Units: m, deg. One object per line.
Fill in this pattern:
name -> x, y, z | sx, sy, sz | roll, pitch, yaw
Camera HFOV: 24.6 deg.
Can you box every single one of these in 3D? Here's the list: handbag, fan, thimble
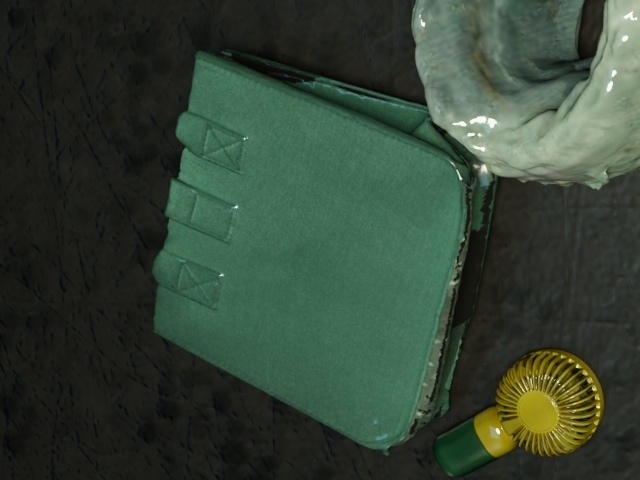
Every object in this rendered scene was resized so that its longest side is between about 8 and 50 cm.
handbag -> 0.004, -0.001, 1.179 | 0.274, 0.100, 0.269 | 20, 115, 26
fan -> 0.150, 0.146, 1.156 | 0.155, 0.039, 0.082 | -36, 83, 33
thimble -> 0.176, -0.153, 0.965 | 0.205, 0.171, 0.250 | 34, 118, 43
